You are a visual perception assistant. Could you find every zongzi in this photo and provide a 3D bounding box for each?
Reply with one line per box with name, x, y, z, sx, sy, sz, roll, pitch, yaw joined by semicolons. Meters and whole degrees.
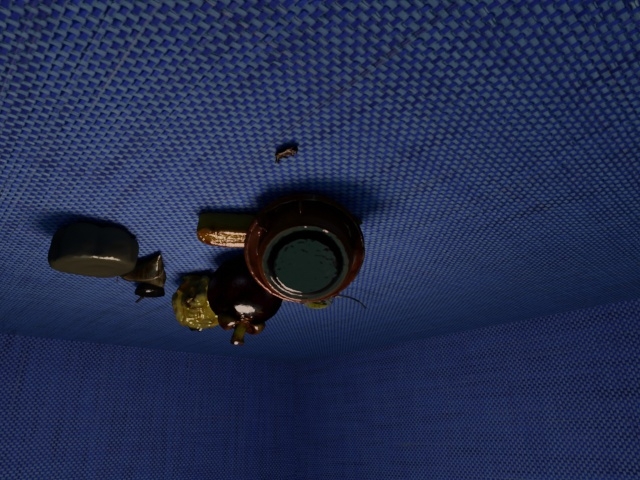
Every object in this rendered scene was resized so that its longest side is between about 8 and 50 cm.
zongzi;-0.690;0.097;1.652;0.187;0.084;0.184;6;141;-7

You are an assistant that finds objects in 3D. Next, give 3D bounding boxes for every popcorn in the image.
popcorn;-0.507;0.255;1.854;0.286;0.215;0.252;-12;122;20

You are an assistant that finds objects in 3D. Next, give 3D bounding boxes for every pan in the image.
pan;-0.801;0.230;1.966;0.201;0.048;0.128;-13;153;20

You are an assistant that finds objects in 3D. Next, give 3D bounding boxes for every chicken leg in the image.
chicken leg;-0.089;-0.209;1.045;0.083;0.021;0.036;-20;160;37

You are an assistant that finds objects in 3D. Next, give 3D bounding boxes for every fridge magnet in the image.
fridge magnet;-0.047;0.037;1.284;0.363;0.155;0.364;-1;117;-2

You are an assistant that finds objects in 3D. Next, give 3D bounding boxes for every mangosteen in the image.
mangosteen;-0.294;0.208;1.659;0.297;0.293;0.297;15;126;22

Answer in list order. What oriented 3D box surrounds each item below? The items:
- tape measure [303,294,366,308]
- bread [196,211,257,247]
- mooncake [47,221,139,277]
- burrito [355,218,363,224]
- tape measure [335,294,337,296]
tape measure;0.064;0.287;2.105;0.330;0.084;0.164;9;156;-20
bread;-0.260;-0.034;1.351;0.245;0.094;0.102;2;151;-7
mooncake;-0.741;0.036;1.428;0.274;0.135;0.275;-3;160;-1
burrito;0.000;0.000;1.390;0.287;0.104;0.054;-11;-174;-3
tape measure;0.031;0.217;1.959;0.118;0.074;0.125;-1;154;0
